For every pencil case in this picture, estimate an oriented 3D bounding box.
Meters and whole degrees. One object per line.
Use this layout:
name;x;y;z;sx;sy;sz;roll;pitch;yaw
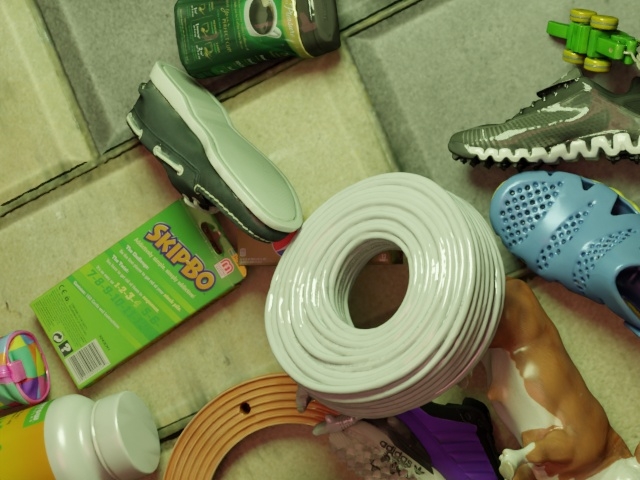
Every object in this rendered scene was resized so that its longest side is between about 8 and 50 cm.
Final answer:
pencil case;-0.448;0.183;1.605;0.236;0.104;0.104;-19;85;14

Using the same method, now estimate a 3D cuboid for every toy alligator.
toy alligator;0.307;-0.204;1.378;0.051;0.189;0.056;-3;111;-26

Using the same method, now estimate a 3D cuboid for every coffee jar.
coffee jar;-0.070;-0.246;1.506;0.184;0.079;0.096;-8;85;17

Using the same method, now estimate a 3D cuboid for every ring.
ring;-0.026;0.318;1.518;0.336;0.032;0.336;0;91;17

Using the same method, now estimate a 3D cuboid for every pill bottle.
pill bottle;-0.319;0.260;1.547;0.245;0.136;0.136;-20;84;15

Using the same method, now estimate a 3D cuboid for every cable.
cable;0.061;0.054;1.352;0.257;0.089;0.257;-18;59;29

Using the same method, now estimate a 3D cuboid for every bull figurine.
bull figurine;0.229;0.183;1.386;0.310;0.188;0.101;59;142;16

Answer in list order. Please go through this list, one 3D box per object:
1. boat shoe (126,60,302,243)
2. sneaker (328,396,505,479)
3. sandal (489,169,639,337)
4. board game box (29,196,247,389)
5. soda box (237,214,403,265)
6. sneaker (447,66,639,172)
boat shoe;-0.124;-0.082;1.478;0.091;0.114;0.302;-53;46;18
sneaker;0.160;0.247;1.426;0.293;0.102;0.146;41;57;-8
sandal;0.315;0.027;1.367;0.317;0.138;0.126;31;100;16
board game box;-0.214;0.058;1.570;0.259;0.039;0.124;-34;82;16
soda box;0.000;0.000;1.494;0.181;0.061;0.058;-2;89;16
sneaker;0.253;-0.131;1.417;0.234;0.078;0.106;-3;86;12
